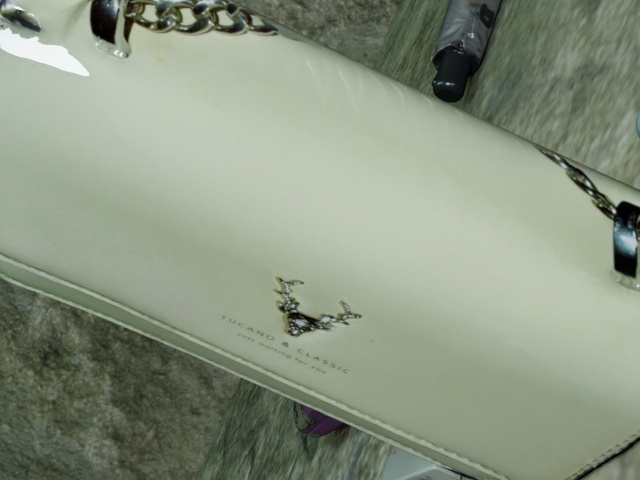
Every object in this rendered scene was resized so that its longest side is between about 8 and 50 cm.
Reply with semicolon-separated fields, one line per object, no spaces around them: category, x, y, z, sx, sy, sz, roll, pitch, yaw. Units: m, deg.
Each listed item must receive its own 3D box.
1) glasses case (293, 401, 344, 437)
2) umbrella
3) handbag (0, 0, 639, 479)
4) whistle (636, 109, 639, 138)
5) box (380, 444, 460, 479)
glasses case;0.036;0.131;0.962;0.316;0.076;0.123;123;168;-57
umbrella;0.212;-0.332;1.157;0.073;0.067;0.337;98;-170;-69
handbag;0.000;0.000;0.484;0.236;0.359;0.160;123;170;-60
whistle;0.200;-0.058;0.473;0.100;0.035;0.035;-87;21;-68
box;0.105;0.100;0.721;0.122;0.032;0.220;124;166;-61
